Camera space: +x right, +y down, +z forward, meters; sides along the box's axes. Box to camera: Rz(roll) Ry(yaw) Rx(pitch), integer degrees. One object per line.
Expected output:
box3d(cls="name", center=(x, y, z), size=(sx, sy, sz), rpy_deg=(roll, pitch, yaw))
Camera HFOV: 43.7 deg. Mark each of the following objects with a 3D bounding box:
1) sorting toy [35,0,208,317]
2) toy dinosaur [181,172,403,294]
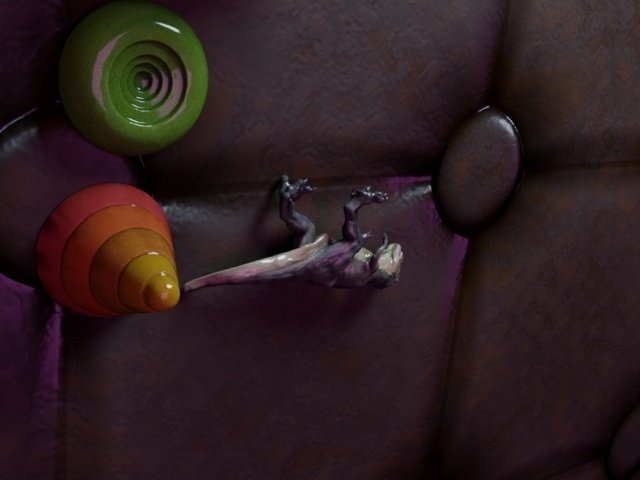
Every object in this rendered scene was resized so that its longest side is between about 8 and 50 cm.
box3d(cls="sorting toy", center=(-0.123, -0.092, 0.615), size=(0.127, 0.126, 0.365), rpy_deg=(2, 106, -38))
box3d(cls="toy dinosaur", center=(0.000, 0.000, 0.791), size=(0.268, 0.064, 0.118), rpy_deg=(-1, 114, -34))
